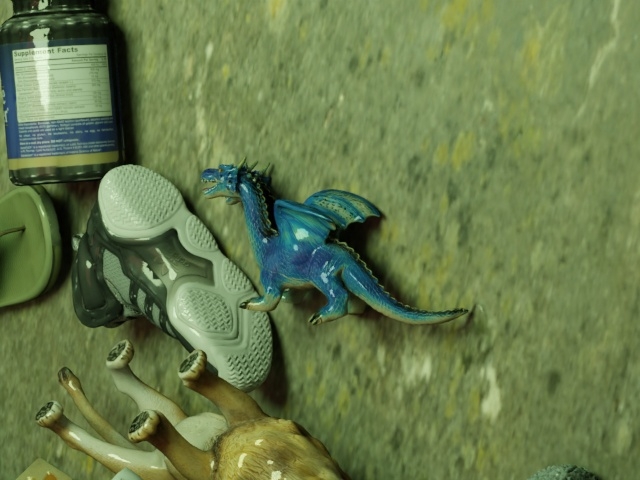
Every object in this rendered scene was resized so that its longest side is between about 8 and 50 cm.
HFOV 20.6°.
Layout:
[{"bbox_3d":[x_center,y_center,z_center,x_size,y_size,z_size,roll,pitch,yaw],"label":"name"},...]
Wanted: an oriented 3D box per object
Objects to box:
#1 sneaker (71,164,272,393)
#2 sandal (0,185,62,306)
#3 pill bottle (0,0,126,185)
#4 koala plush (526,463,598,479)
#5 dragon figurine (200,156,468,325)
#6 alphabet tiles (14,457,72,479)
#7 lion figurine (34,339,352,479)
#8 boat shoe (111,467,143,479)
[{"bbox_3d":[-0.158,0.064,1.785,0.268,0.101,0.153,55,131,15],"label":"sneaker"},{"bbox_3d":[-0.393,0.029,1.959,0.303,0.086,0.120,-23,82,37],"label":"sandal"},{"bbox_3d":[-0.269,-0.169,1.818,0.123,0.123,0.219,-2,94,37],"label":"pill bottle"},{"bbox_3d":[0.139,0.326,1.546,0.221,0.203,0.196,-30,76,48],"label":"koala plush"},{"bbox_3d":[0.000,0.000,1.659,0.289,0.085,0.144,11,103,37],"label":"dragon figurine"},{"bbox_3d":[-0.321,0.378,1.856,0.342,0.285,0.011,27,148,31],"label":"alphabet tiles"},{"bbox_3d":[-0.111,0.216,1.725,0.142,0.240,0.392,-53,25,-13],"label":"lion figurine"},{"bbox_3d":[-0.151,0.329,1.650,0.156,0.136,0.367,34,153,7],"label":"boat shoe"}]
